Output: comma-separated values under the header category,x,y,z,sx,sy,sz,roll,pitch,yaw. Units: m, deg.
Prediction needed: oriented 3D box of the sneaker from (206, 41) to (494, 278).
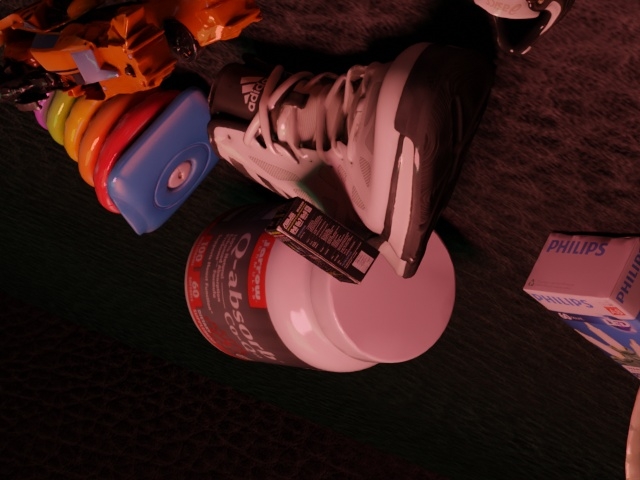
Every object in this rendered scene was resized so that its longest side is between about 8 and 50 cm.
category,x,y,z,sx,sy,sz,roll,pitch,yaw
sneaker,0.002,-0.094,1.313,0.257,0.169,0.447,24,167,5

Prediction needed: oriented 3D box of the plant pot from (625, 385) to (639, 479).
category,x,y,z,sx,sy,sz,roll,pitch,yaw
plant pot,0.359,0.075,0.914,0.333,0.334,0.305,28,-158,-2

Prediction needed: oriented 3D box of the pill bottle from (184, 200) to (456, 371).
category,x,y,z,sx,sy,sz,roll,pitch,yaw
pill bottle,-0.005,0.052,1.732,0.210,0.210,0.363,34,163,-24

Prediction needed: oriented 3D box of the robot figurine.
category,x,y,z,sx,sy,sz,roll,pitch,yaw
robot figurine,-0.198,-0.196,1.322,0.291,0.211,0.085,7,126,48

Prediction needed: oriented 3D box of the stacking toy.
category,x,y,z,sx,sy,sz,roll,pitch,yaw
stacking toy,-0.270,-0.160,1.665,0.302,0.166,0.175,38,170,19

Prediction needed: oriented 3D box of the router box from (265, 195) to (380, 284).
category,x,y,z,sx,sy,sz,roll,pitch,yaw
router box,0.000,0.000,1.317,0.092,0.038,0.122,33,176,-6

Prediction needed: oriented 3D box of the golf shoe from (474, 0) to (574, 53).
category,x,y,z,sx,sy,sz,roll,pitch,yaw
golf shoe,0.138,-0.192,0.910,0.077,0.094,0.198,22,162,23

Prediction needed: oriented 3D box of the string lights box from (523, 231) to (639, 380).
category,x,y,z,sx,sy,sz,roll,pitch,yaw
string lights box,0.353,0.090,1.493,0.259,0.077,0.133,36,164,-28
